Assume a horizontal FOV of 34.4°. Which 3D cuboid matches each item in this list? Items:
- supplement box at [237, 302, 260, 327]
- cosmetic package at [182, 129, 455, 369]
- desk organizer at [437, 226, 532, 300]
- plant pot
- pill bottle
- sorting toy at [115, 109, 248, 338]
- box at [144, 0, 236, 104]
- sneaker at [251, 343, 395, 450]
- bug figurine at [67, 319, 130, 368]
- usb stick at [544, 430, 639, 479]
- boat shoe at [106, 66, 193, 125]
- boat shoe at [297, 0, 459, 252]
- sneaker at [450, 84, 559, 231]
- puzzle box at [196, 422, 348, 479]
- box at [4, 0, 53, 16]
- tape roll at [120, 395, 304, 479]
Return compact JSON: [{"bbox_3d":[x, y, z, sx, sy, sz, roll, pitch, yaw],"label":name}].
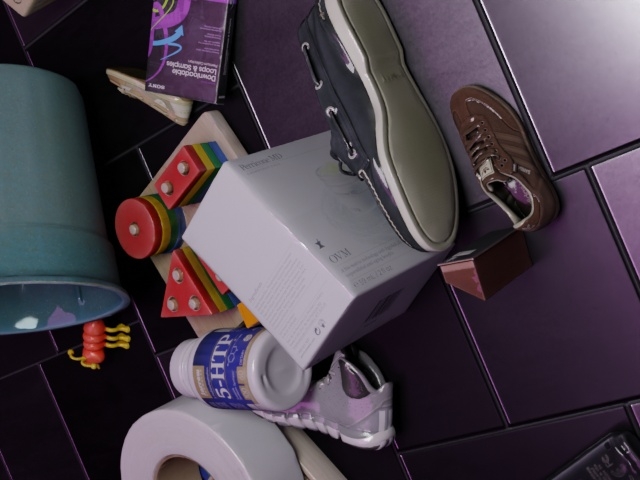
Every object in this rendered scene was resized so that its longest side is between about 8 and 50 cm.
[{"bbox_3d":[-0.053,0.080,1.374,0.062,0.098,0.036,-33,79,39],"label":"supplement box"},{"bbox_3d":[0.000,0.000,1.253,0.225,0.224,0.138,44,127,17],"label":"cosmetic package"},{"bbox_3d":[0.191,0.028,1.178,0.047,0.130,0.050,-12,99,39],"label":"desk organizer"},{"bbox_3d":[-0.461,-0.056,1.506,0.341,0.341,0.333,-19,72,40],"label":"plant pot"},{"bbox_3d":[-0.114,0.173,1.400,0.187,0.112,0.111,-7,100,43],"label":"pill bottle"},{"bbox_3d":[-0.174,-0.003,1.457,0.255,0.089,0.257,-45,71,38],"label":"sorting toy"},{"bbox_3d":[-0.175,-0.272,1.395,0.116,0.029,0.162,12,105,21],"label":"box"},{"bbox_3d":[0.004,0.193,1.416,0.229,0.086,0.132,11,104,27],"label":"sneaker"},{"bbox_3d":[-0.438,0.089,1.714,0.279,0.072,0.216,19,115,32],"label":"bug figurine"},{"bbox_3d":[0.292,0.324,1.255,0.077,0.045,0.278,55,129,19],"label":"usb stick"},{"bbox_3d":[-0.247,-0.211,1.483,0.153,0.056,0.048,23,113,22],"label":"boat shoe"},{"bbox_3d":[0.056,-0.134,1.231,0.113,0.127,0.340,-26,87,41],"label":"boat shoe"},{"bbox_3d":[0.201,-0.094,1.168,0.066,0.071,0.188,-41,79,38],"label":"sneaker"},{"bbox_3d":[-0.064,0.409,1.548,0.409,0.052,0.272,45,126,17],"label":"puzzle box"},{"bbox_3d":[-0.349,-0.470,1.401,0.121,0.148,0.311,41,129,-4],"label":"box"},{"bbox_3d":[-0.159,0.362,1.506,0.286,0.100,0.286,12,112,33],"label":"tape roll"}]
